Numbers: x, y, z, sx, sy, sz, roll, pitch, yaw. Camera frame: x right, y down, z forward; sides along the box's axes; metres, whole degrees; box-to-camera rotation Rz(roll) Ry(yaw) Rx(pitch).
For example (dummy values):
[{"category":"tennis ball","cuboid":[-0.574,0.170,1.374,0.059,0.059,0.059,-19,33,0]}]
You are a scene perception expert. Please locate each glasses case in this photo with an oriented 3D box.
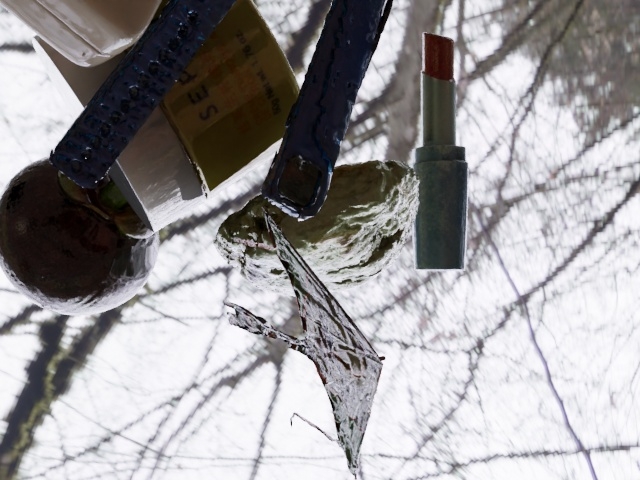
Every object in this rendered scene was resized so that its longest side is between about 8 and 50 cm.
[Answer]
[{"category":"glasses case","cuboid":[-0.168,-0.311,1.006,0.076,0.144,0.336,-21,-141,44]}]

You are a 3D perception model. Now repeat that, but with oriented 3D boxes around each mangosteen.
[{"category":"mangosteen","cuboid":[-0.294,-0.011,1.496,0.216,0.216,0.216,-4,-109,13]}]

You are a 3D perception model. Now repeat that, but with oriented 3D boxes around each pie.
[{"category":"pie","cuboid":[0.000,0.000,1.115,0.201,0.248,0.090,-13,-105,1]}]

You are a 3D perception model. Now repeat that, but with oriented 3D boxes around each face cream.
[{"category":"face cream","cuboid":[-0.142,-0.146,1.136,0.179,0.218,0.218,-33,-113,-10]}]

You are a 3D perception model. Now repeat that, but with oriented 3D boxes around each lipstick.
[{"category":"lipstick","cuboid":[0.134,-0.103,1.338,0.068,0.061,0.274,-5,-96,57]}]

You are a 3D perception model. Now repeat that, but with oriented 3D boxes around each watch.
[{"category":"watch","cuboid":[-0.071,-0.159,0.951,0.276,0.068,0.274,10,-103,40]}]

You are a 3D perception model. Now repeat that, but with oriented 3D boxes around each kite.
[{"category":"kite","cuboid":[-0.014,0.070,0.788,0.006,0.244,0.198,-21,-79,-23]}]
